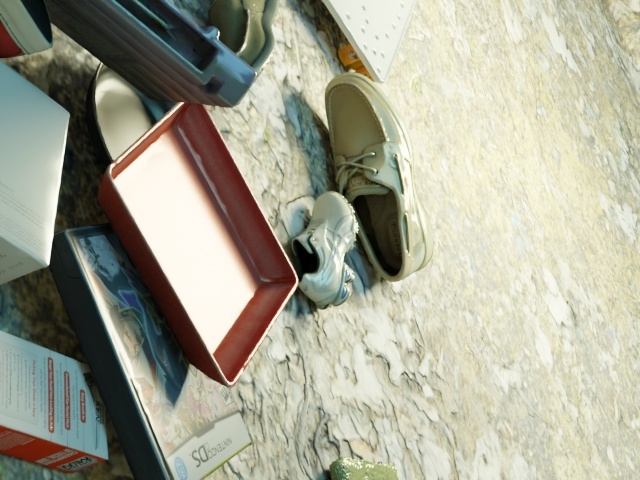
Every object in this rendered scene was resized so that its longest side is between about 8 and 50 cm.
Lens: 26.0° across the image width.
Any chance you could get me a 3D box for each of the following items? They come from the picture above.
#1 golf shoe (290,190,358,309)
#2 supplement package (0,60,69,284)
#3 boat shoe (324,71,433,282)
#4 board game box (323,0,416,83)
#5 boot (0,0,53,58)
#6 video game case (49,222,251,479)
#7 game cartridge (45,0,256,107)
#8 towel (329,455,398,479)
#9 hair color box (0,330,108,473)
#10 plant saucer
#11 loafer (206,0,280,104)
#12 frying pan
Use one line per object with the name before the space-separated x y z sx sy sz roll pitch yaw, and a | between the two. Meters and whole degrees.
golf shoe | 0.000 0.000 1.804 0.086 0.069 0.176 32 43 -39
supplement package | -0.309 -0.057 1.265 0.105 0.105 0.179 39 41 -42
boat shoe | 0.073 -0.089 1.949 0.098 0.109 0.302 -29 102 -63
board game box | 0.018 -0.483 2.177 0.390 0.050 0.390 54 31 -24
boot | -0.353 -0.224 1.197 0.244 0.176 0.088 72 5 -61
video game case | -0.168 0.111 1.404 0.274 0.035 0.248 68 15 2
game cartridge | -0.245 -0.258 1.361 0.355 0.230 0.068 38 83 -28
towel | 0.061 0.327 1.724 0.148 0.027 0.110 20 55 -55
hair color box | -0.268 0.145 1.253 0.167 0.053 0.093 30 44 -47
plant saucer | -0.133 -0.003 1.479 0.259 0.048 0.258 63 24 -15
loafer | -0.112 -0.263 1.782 0.087 0.094 0.251 27 33 -17
frying pan | -0.161 -0.090 1.599 0.326 0.053 0.197 41 40 -44
